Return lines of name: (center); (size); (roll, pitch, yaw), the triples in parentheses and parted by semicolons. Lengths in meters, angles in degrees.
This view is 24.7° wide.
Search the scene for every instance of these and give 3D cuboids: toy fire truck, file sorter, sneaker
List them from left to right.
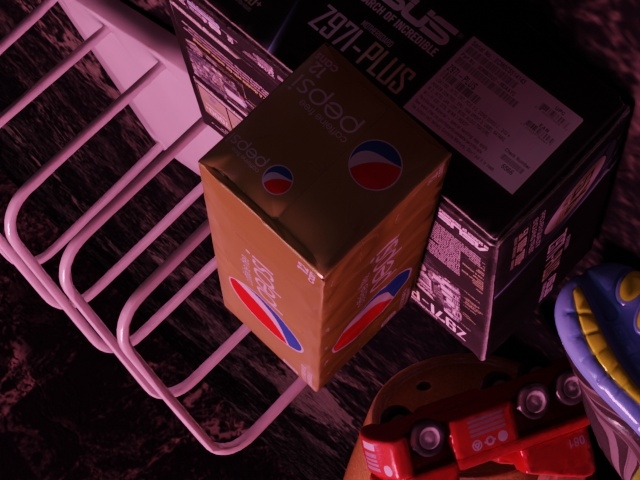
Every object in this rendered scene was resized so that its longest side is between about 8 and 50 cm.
file sorter: (-0.117, -0.020, 0.985); (0.278, 0.173, 0.193); (36, 165, 38)
toy fire truck: (0.123, 0.136, 0.796); (0.047, 0.192, 0.135); (-171, 66, -69)
sneaker: (0.165, 0.097, 0.652); (0.188, 0.067, 0.078); (64, -174, 13)

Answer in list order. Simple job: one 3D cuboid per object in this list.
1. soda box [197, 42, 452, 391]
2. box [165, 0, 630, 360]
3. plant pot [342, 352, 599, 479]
soda box: (0.000, 0.000, 0.546); (0.058, 0.061, 0.181); (43, 167, 12)
box: (0.029, -0.052, 0.612); (0.180, 0.077, 0.147); (41, 166, 18)
plant pot: (0.095, 0.208, 0.940); (0.237, 0.237, 0.254); (33, 140, 44)
